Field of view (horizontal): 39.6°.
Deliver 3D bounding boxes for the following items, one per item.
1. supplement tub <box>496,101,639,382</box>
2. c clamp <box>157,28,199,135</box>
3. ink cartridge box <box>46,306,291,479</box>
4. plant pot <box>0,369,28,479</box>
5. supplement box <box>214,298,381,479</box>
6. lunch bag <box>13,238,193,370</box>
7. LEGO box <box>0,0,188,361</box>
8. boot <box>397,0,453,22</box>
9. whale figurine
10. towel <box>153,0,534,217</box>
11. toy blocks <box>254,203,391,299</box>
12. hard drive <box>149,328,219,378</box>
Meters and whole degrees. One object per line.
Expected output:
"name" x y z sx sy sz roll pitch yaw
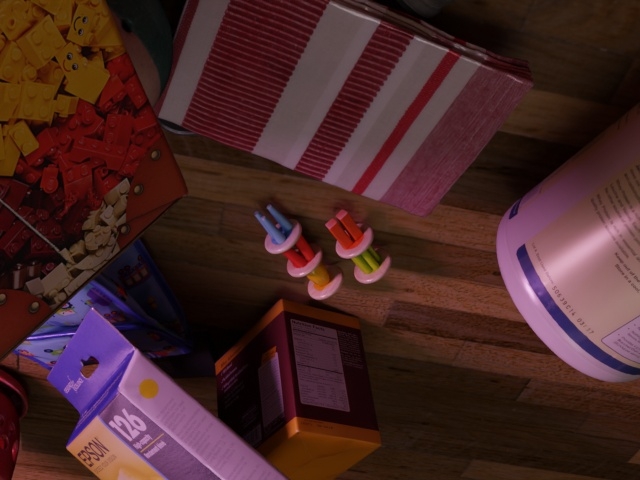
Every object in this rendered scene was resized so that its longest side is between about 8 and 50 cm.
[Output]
"supplement tub" 0.367 -0.025 0.902 0.235 0.235 0.325 26 132 -24
"c clamp" -0.122 -0.160 0.940 0.137 0.022 0.160 -3 139 13
"ink cartridge box" -0.221 0.253 1.113 0.307 0.072 0.303 40 145 -4
"plant pot" -0.539 0.282 1.318 0.191 0.174 0.191 1 138 1
"supplement box" -0.039 0.218 1.198 0.129 0.194 0.191 17 136 -30
"lunch bag" -0.312 0.082 1.143 0.221 0.138 0.293 -11 144 15
"LEGO box" -0.373 -0.184 0.606 0.500 0.193 0.372 26 149 33
"boot" 0.083 -0.294 0.744 0.161 0.083 0.246 -19 132 29
"whale figurine" -0.254 -0.187 0.856 0.272 0.141 0.216 -6 138 45
"towel" 0.012 -0.147 0.889 0.329 0.037 0.237 20 141 -12
"toy blocks" 0.000 0.000 1.078 0.123 0.054 0.148 -21 132 24
"hard drive" -0.219 0.168 1.291 0.135 0.022 0.094 -4 136 7
